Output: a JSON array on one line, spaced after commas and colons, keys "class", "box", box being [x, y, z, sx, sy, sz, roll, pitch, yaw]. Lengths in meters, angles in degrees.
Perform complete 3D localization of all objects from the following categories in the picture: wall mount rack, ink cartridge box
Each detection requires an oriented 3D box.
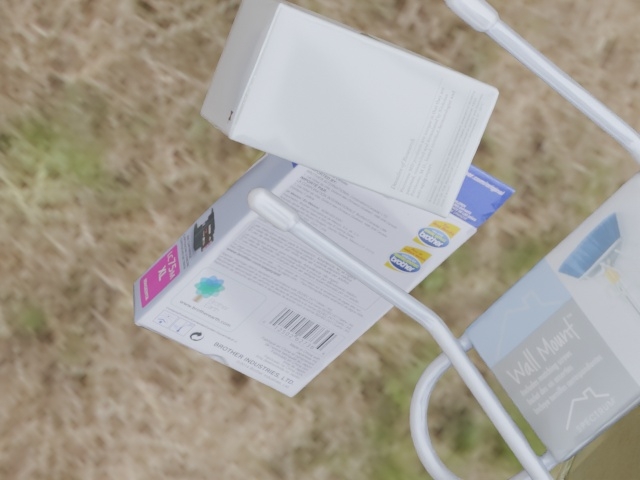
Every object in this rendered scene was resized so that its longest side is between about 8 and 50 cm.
[{"class": "wall mount rack", "box": [0.132, 0.018, 1.269, 0.350, 0.304, 0.130, -44, 161, 26]}, {"class": "ink cartridge box", "box": [0.000, 0.000, 1.722, 0.186, 0.065, 0.311, 29, 124, -31]}]

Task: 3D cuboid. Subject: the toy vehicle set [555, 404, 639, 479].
[{"class": "toy vehicle set", "box": [0.220, 0.234, 1.477, 0.035, 0.166, 0.267, 27, 82, -23]}]

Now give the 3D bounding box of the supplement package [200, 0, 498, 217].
[{"class": "supplement package", "box": [0.019, -0.101, 1.428, 0.179, 0.105, 0.105, 19, 98, -20]}]
